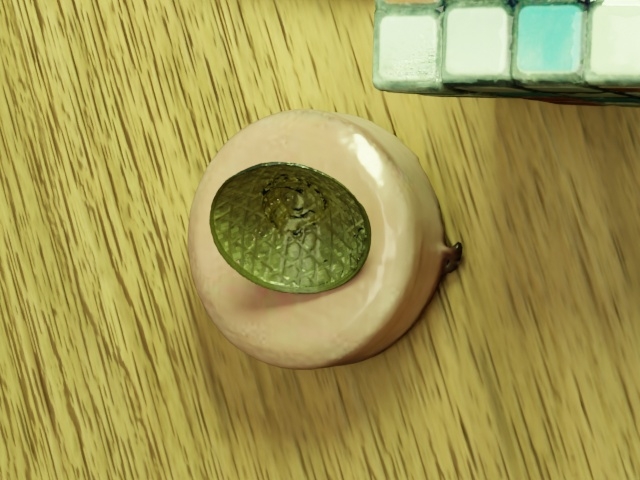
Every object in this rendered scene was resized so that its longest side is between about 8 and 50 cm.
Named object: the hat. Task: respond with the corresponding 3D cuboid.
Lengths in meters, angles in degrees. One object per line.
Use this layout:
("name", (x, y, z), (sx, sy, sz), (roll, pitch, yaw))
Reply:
("hat", (-0.022, -0.028, 1.605), (0.146, 0.067, 0.146), (6, 129, 7))

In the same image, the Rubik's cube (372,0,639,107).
("Rubik's cube", (0.208, -0.240, 1.468), (0.253, 0.259, 0.256), (4, 92, 27))

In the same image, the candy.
("candy", (0.000, 0.000, 1.678), (0.255, 0.094, 0.255), (0, 90, 29))
